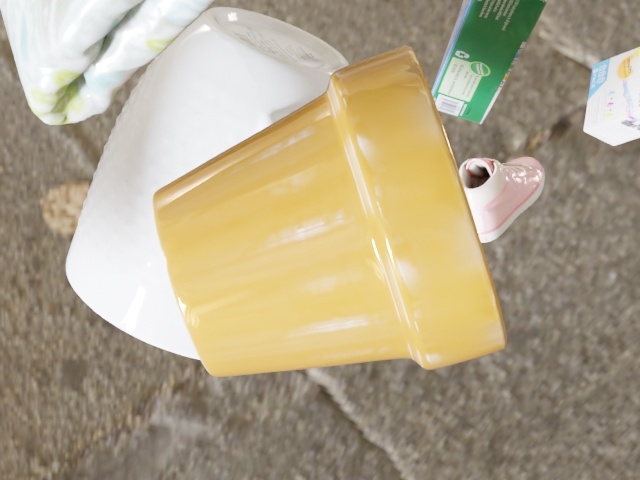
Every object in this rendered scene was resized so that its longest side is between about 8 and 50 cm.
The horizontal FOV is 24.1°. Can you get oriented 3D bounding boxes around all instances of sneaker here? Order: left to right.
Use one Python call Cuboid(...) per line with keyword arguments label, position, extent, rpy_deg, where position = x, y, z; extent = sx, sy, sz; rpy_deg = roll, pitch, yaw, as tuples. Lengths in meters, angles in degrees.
Cuboid(label="sneaker", position=(0.176, -0.062, 1.461), extent=(0.051, 0.070, 0.134), rpy_deg=(4, 35, 36))

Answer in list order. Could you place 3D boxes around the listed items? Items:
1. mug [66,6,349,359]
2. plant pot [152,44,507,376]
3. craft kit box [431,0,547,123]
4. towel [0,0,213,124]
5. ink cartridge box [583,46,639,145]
Cuboid(label="mug", position=(-0.090, -0.053, 1.608), extent=(0.276, 0.328, 0.374), rpy_deg=(14, 21, -22))
Cuboid(label="plant pot", position=(0.000, 0.000, 0.968), extent=(0.187, 0.205, 0.205), rpy_deg=(-18, 66, 3))
Cuboid(label="craft kit box", position=(0.160, -0.246, 1.162), extent=(0.061, 0.250, 0.247), rpy_deg=(17, 74, 0))
Cuboid(label="towel", position=(-0.099, -0.300, 0.903), extent=(0.090, 0.374, 0.321), rpy_deg=(12, 51, -42))
Cuboid(label="ink cartridge box", position=(0.437, -0.201, 1.975), extent=(0.061, 0.181, 0.104), rpy_deg=(22, 67, -30))
